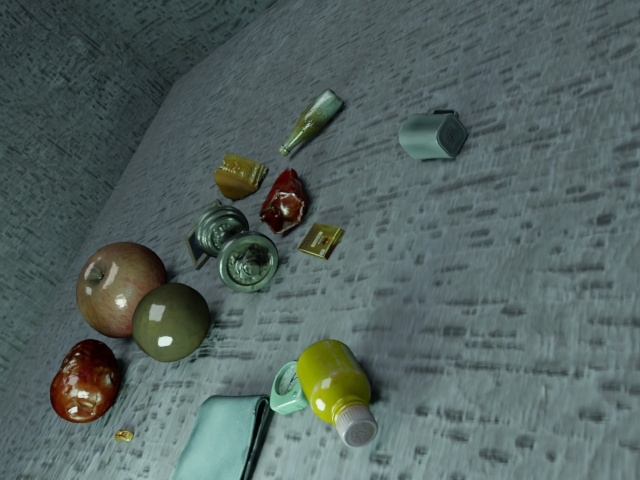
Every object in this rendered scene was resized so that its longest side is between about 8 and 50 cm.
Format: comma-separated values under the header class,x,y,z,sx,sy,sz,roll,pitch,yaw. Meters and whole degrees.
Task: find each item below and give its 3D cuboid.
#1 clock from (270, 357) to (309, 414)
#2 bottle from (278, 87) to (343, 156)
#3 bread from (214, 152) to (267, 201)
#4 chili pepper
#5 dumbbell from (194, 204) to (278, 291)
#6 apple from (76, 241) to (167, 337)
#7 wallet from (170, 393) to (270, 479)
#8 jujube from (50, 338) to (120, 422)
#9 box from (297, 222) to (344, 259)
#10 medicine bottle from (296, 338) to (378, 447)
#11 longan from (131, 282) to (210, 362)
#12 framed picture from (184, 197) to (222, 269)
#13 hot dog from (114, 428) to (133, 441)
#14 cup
class,x,y,z,sx,sy,sz,roll,pitch,yaw
clock,-0.058,0.309,1.326,0.101,0.041,0.135,-29,36,35
bottle,-0.041,-0.386,1.999,0.270,0.083,0.083,-44,31,15
bread,-0.279,-0.214,2.178,0.160,0.169,0.140,96,-164,-64
chili pepper,-0.109,-0.132,1.822,0.252,0.136,0.144,-90,1,-61
dumbbell,-0.253,0.016,1.770,0.179,0.179,0.406,-52,30,0
apple,-0.719,0.167,2.153,0.345,0.269,0.344,-33,35,27
wallet,-0.233,0.486,1.366,0.251,0.054,0.290,-17,46,47
jujube,-0.771,0.457,1.988,0.223,0.223,0.318,-48,26,6
box,0.000,0.000,1.594,0.133,0.023,0.090,13,70,57
medicine bottle,0.038,0.291,1.133,0.122,0.122,0.212,-48,31,7
longan,-0.439,0.243,1.744,0.248,0.248,0.248,-34,34,28
framed picture,-0.408,-0.028,2.185,0.209,0.019,0.281,-50,30,4
hot dog,-0.585,0.573,1.772,0.090,0.034,0.030,-17,46,44
cup,0.273,-0.260,1.430,0.129,0.095,0.128,13,66,54
